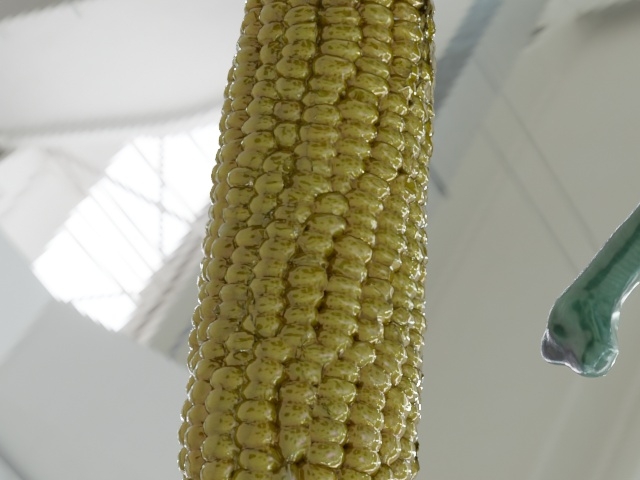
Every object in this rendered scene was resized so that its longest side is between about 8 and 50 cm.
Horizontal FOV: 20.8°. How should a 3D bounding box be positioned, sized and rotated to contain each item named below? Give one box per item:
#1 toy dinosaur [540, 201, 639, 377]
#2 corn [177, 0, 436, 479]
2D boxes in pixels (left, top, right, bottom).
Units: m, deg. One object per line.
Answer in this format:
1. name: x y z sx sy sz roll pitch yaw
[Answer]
1. toy dinosaur: 0.209 -0.149 0.887 0.331 0.129 0.383 -43 -150 30
2. corn: 0.000 0.000 0.726 0.106 0.106 0.293 -9 -115 40
